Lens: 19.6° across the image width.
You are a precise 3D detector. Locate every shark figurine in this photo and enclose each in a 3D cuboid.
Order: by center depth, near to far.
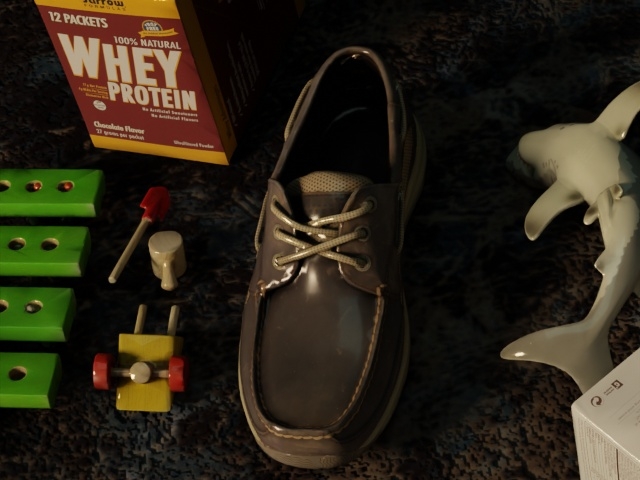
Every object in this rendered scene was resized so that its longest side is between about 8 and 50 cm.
[{"bbox_3d":[0.224,0.000,1.348,0.166,0.116,0.278,-36,32,28],"label":"shark figurine"}]

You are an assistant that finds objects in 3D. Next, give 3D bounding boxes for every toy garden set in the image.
[{"bbox_3d":[-0.191,0.044,1.443,0.204,0.049,0.244,1,45,6],"label":"toy garden set"}]

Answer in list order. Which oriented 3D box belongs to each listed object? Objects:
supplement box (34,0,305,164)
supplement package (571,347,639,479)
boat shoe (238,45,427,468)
[{"bbox_3d":[-0.120,-0.202,1.536,0.129,0.191,0.194,8,53,21],"label":"supplement box"},{"bbox_3d":[0.301,0.143,1.167,0.194,0.149,0.203,-37,52,-17],"label":"supplement package"},{"bbox_3d":[0.000,0.000,1.376,0.132,0.130,0.355,-3,50,12],"label":"boat shoe"}]
